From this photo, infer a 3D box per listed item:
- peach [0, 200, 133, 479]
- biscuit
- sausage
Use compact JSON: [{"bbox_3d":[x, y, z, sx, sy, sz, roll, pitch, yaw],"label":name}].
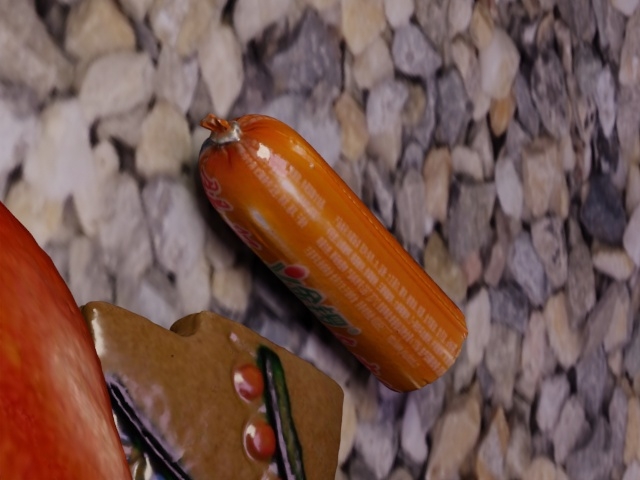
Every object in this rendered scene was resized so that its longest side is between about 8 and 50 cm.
[{"bbox_3d":[-0.203,0.131,0.687,0.372,0.290,0.372,162,-90,-87],"label":"peach"},{"bbox_3d":[-0.086,0.135,1.005,0.301,0.043,0.278,-35,104,-42],"label":"biscuit"},{"bbox_3d":[0.000,0.000,1.165,0.234,0.071,0.071,46,48,-35],"label":"sausage"}]
